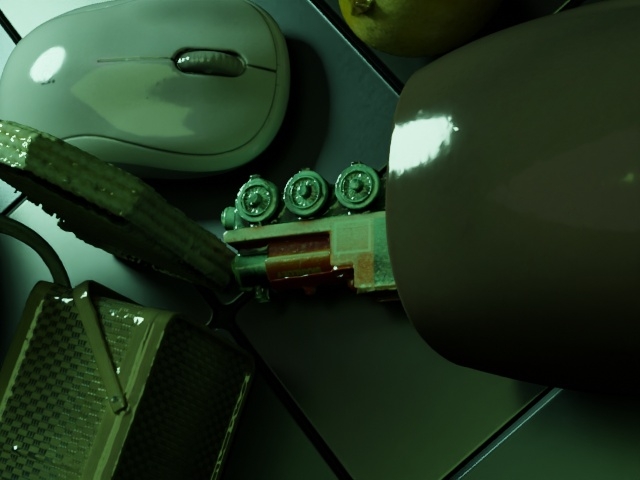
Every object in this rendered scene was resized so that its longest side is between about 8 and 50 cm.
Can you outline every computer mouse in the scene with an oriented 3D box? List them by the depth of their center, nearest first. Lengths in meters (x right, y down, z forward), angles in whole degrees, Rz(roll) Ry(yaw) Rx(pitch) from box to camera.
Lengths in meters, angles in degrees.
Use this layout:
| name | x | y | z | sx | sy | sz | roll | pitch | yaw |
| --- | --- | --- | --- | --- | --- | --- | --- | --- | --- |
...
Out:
| name | x | y | z | sx | sy | sz | roll | pitch | yaw |
| --- | --- | --- | --- | --- | --- | --- | --- | --- | --- |
| computer mouse | -0.178 | -0.145 | 1.298 | 0.297 | 0.121 | 0.184 | -2 | 69 | 24 |

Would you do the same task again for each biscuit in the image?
| name | x | y | z | sx | sy | sz | roll | pitch | yaw |
| --- | --- | --- | --- | --- | --- | --- | --- | --- | --- |
| biscuit | -0.183 | -0.031 | 1.180 | 0.150 | 0.252 | 0.052 | 18 | 79 | 29 |

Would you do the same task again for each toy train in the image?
| name | x | y | z | sx | sy | sz | roll | pitch | yaw |
| --- | --- | --- | --- | --- | --- | --- | --- | --- | --- |
| toy train | 0.000 | 0.000 | 1.195 | 0.176 | 0.074 | 0.118 | -8 | 72 | 18 |

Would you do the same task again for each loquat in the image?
| name | x | y | z | sx | sy | sz | roll | pitch | yaw |
| --- | --- | --- | --- | --- | --- | --- | --- | --- | --- |
| loquat | 0.087 | -0.226 | 1.196 | 0.163 | 0.163 | 0.137 | -36 | 70 | 7 |

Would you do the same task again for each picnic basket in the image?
| name | x | y | z | sx | sy | sz | roll | pitch | yaw |
| --- | --- | --- | --- | --- | --- | --- | --- | --- | --- |
| picnic basket | -0.179 | 0.175 | 1.150 | 0.139 | 0.165 | 0.266 | 11 | 75 | 28 |

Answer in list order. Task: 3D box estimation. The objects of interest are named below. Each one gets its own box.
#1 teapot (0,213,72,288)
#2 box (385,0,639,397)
| name | x | y | z | sx | sy | sz | roll | pitch | yaw |
| --- | --- | --- | --- | --- | --- | --- | --- | --- | --- |
| teapot | -0.346 | 0.058 | 1.188 | 0.271 | 0.200 | 0.337 | -6 | 97 | -10 |
| box | 0.192 | -0.023 | 1.006 | 0.216 | 0.301 | 0.301 | -5 | 69 | 30 |
